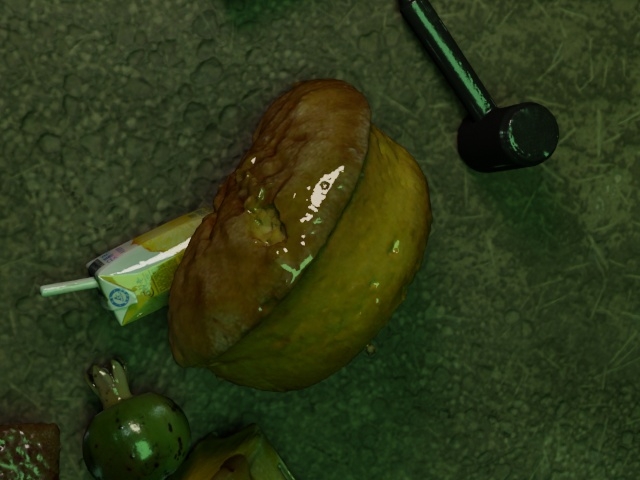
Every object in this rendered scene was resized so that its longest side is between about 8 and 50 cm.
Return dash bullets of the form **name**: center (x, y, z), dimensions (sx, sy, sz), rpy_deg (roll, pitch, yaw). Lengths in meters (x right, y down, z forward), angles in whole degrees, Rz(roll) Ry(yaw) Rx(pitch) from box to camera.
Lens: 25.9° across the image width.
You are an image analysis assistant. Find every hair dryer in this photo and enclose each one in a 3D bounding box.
- **hair dryer**: center (0.158, -0.184, 1.495), dimensions (0.070, 0.114, 0.248), rpy_deg (-37, 102, -18)

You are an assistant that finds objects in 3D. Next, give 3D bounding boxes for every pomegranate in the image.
- **pomegranate**: center (-0.199, 0.192, 1.445), dimensions (0.114, 0.114, 0.142), rpy_deg (-26, 83, -12)

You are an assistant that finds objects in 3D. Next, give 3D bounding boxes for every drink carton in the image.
- **drink carton**: center (-0.183, 0.036, 1.426), dimensions (0.200, 0.084, 0.074), rpy_deg (-27, 110, -15)

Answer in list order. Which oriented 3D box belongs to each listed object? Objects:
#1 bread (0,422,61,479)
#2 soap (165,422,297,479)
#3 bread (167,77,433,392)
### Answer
- **bread**: center (-0.339, 0.389, 1.358), dimensions (0.165, 0.113, 0.416), rpy_deg (3, 77, -21)
- **soap**: center (-0.092, 0.376, 1.473), dimensions (0.259, 0.143, 0.281), rpy_deg (-45, 111, -34)
- **bread**: center (0.000, 0.000, 1.378), dimensions (0.194, 0.179, 0.340), rpy_deg (41, 66, -31)
